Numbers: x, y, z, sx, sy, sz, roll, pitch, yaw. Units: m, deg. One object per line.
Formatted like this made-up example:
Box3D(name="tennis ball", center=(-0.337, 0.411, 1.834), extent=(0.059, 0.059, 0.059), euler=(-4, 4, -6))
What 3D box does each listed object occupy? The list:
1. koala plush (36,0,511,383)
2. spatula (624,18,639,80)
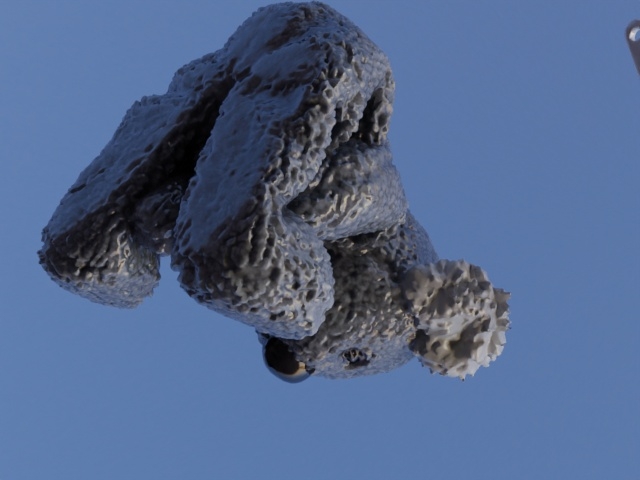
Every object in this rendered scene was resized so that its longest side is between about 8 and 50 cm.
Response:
Box3D(name="koala plush", center=(0.000, 0.000, 0.763), extent=(0.196, 0.221, 0.203), euler=(4, -124, 48))
Box3D(name="spatula", center=(0.259, -0.055, 0.737), extent=(0.168, 0.019, 0.242), euler=(-35, -124, 42))
